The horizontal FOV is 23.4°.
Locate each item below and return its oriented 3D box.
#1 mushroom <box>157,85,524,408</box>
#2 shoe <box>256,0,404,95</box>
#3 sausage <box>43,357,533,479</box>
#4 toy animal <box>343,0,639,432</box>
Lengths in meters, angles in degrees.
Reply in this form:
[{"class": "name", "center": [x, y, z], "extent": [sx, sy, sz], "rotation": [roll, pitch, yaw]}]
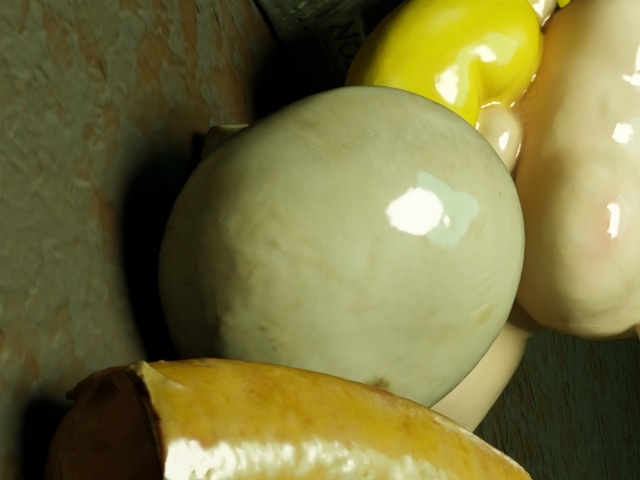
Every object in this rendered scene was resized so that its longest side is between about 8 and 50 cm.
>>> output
[{"class": "mushroom", "center": [0.000, 0.000, 0.834], "extent": [0.204, 0.204, 0.204], "rotation": [-9, 90, -70]}, {"class": "shoe", "center": [0.019, -0.205, 1.050], "extent": [0.293, 0.109, 0.149], "rotation": [70, 23, -47]}, {"class": "sausage", "center": [0.001, 0.118, 0.727], "extent": [0.270, 0.109, 0.109], "rotation": [19, 60, -37]}, {"class": "toy animal", "center": [0.142, -0.019, 0.974], "extent": [0.345, 0.247, 0.277], "rotation": [-61, 150, -12]}]
